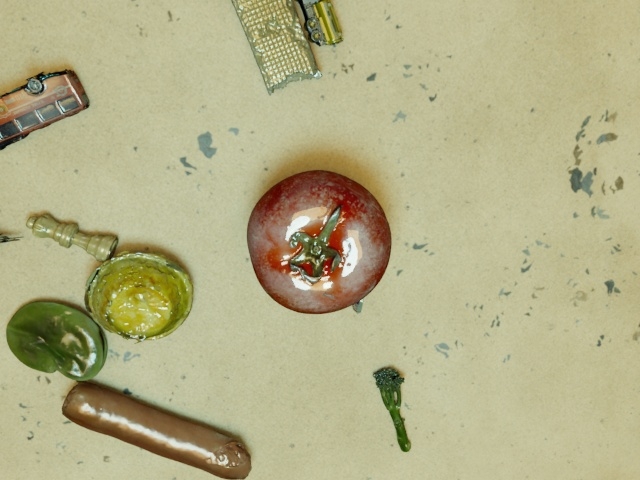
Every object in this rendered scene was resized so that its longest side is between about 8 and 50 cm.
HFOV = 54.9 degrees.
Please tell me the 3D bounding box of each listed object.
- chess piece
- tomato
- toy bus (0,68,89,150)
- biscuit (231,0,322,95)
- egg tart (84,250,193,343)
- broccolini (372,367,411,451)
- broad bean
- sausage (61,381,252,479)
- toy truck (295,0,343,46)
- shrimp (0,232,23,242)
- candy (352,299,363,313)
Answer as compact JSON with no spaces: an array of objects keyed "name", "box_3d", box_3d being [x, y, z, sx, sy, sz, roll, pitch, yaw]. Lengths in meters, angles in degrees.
[{"name":"chess piece","box_3d":[-0.489,-0.008,1.208,0.172,0.060,0.060,22,102,-8]},{"name":"tomato","box_3d":[0.000,0.000,1.161,0.270,0.227,0.270,1,100,4]},{"name":"toy bus","box_3d":[-0.550,-0.239,1.133,0.235,0.073,0.096,-25,112,1]},{"name":"biscuit","box_3d":[-0.088,-0.394,1.133,0.108,0.062,0.238,-22,106,1]},{"name":"egg tart","box_3d":[-0.355,0.119,1.217,0.213,0.090,0.212,-6,113,-14]},{"name":"broccolini","box_3d":[0.174,0.377,1.379,0.067,0.058,0.216,-2,119,38]},{"name":"broad bean","box_3d":[-0.531,0.203,1.252,0.207,0.072,0.153,35,87,-11]},{"name":"sausage","box_3d":[-0.338,0.409,1.312,0.419,0.094,0.094,25,98,-11]},{"name":"toy truck","box_3d":[-0.004,-0.418,1.139,0.063,0.052,0.123,-22,107,-3]},{"name":"shrimp","box_3d":[-0.690,0.008,1.187,0.233,0.079,0.090,-4,141,-6]},{"name":"candy","box_3d":[0.019,0.097,1.284,0.175,0.043,0.045,29,91,-11]}]
